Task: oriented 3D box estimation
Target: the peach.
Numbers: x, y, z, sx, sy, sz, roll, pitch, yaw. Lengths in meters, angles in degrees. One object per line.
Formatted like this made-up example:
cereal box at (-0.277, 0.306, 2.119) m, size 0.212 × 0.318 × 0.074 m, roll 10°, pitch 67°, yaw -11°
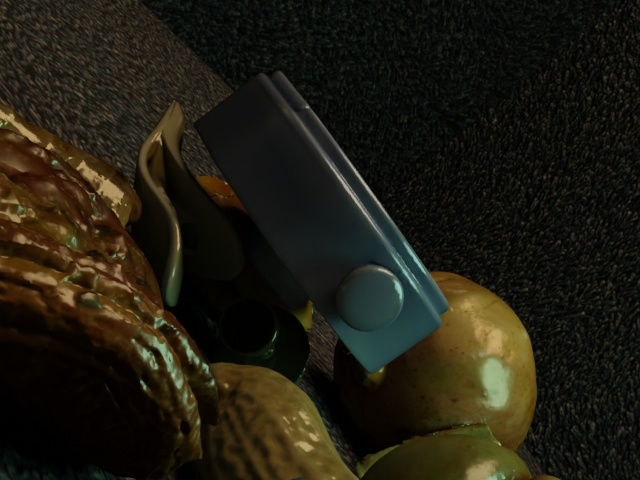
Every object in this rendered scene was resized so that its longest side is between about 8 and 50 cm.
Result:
peach at (0.174, 0.362, 1.632) m, size 0.292 × 0.247 × 0.292 m, roll 29°, pitch 4°, yaw -2°

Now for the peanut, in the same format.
peanut at (-0.036, 0.243, 1.353) m, size 0.313 × 0.152 × 0.152 m, roll 52°, pitch 7°, yaw 37°

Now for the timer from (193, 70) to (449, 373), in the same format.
timer at (0.000, 0.000, 1.720) m, size 0.395 × 0.173 × 0.395 m, roll 55°, pitch 1°, yaw -2°

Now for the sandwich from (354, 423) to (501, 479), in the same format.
sandwich at (0.156, 0.379, 1.985) m, size 0.108 × 0.220 × 0.186 m, roll -123°, pitch -153°, yaw -56°

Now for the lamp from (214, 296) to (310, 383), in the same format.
lamp at (-0.076, 0.132, 1.723) m, size 0.121 × 0.121 × 0.214 m, roll 53°, pitch -4°, yaw 19°

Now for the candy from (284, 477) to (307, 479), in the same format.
candy at (-0.081, 0.253, 0.967) m, size 0.100 × 0.157 × 0.306 m, roll 52°, pitch 7°, yaw 12°

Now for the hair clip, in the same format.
hair clip at (-0.185, -0.026, 1.714) m, size 0.282 × 0.113 × 0.172 m, roll -125°, pitch -146°, yaw -45°

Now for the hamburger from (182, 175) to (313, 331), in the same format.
hamburger at (-0.101, 0.048, 1.929) m, size 0.283 × 0.144 × 0.156 m, roll 49°, pitch 8°, yaw -26°

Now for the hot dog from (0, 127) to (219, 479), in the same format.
hot dog at (-0.216, 0.051, 1.103) m, size 0.387 × 0.174 × 0.267 m, roll 42°, pitch 9°, yaw -44°

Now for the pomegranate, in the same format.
pomegranate at (0.162, 0.207, 2.145) m, size 0.338 × 0.338 × 0.338 m, roll 49°, pitch 7°, yaw -9°

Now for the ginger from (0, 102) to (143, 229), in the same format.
ginger at (-0.326, -0.092, 1.572) m, size 0.294 × 0.086 × 0.131 m, roll 36°, pitch 25°, yaw -30°
